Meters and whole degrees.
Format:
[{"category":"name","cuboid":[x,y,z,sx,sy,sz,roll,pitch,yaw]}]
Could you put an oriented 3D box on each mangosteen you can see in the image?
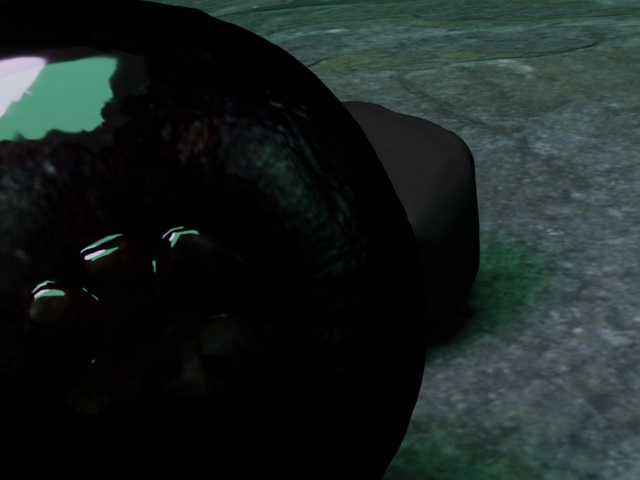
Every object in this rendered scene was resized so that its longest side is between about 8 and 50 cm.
[{"category":"mangosteen","cuboid":[-0.137,0.037,0.893,0.382,0.382,0.435,-15,5,-15]}]

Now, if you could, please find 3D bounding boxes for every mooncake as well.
[{"category":"mooncake","cuboid":[0.000,0.000,1.213,0.283,0.141,0.283,-8,31,5]}]
